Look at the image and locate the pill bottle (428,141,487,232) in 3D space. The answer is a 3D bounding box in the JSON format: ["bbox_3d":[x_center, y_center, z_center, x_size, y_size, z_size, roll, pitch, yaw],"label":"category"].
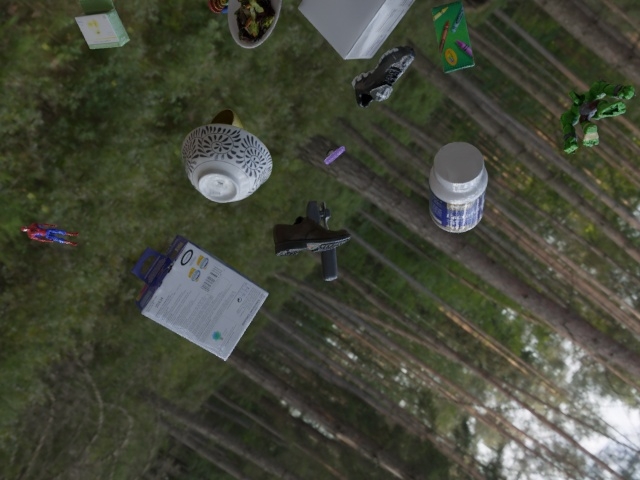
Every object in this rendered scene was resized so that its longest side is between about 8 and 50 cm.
[{"bbox_3d":[0.365,-0.141,1.825,0.153,0.153,0.264,-56,158,-16],"label":"pill bottle"}]

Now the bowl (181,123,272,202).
[{"bbox_3d":[-0.178,-0.122,1.243,0.170,0.170,0.080,-42,-152,42],"label":"bowl"}]

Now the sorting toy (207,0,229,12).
[{"bbox_3d":[-0.251,-0.631,1.797,0.042,0.061,0.102,-1,-140,35],"label":"sorting toy"}]

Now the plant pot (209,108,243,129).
[{"bbox_3d":[-0.342,-0.413,2.573,0.134,0.095,0.134,-20,-124,32],"label":"plant pot"}]

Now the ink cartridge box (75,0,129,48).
[{"bbox_3d":[-0.778,-0.786,2.363,0.171,0.235,0.056,7,-137,33],"label":"ink cartridge box"}]

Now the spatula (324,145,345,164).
[{"bbox_3d":[0.040,-0.298,2.349,0.084,0.030,0.296,-39,-170,3],"label":"spatula"}]

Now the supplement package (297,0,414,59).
[{"bbox_3d":[0.108,-0.639,1.776,0.145,0.204,0.262,-22,158,-52],"label":"supplement package"}]

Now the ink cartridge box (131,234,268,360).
[{"bbox_3d":[-0.406,0.166,2.201,0.270,0.395,0.151,-57,-153,-6],"label":"ink cartridge box"}]

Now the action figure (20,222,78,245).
[{"bbox_3d":[-0.563,-0.015,1.422,0.030,0.115,0.038,-3,-102,52],"label":"action figure"}]

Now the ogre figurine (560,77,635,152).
[{"bbox_3d":[0.653,-0.313,1.650,0.118,0.097,0.197,-101,-156,-48],"label":"ogre figurine"}]

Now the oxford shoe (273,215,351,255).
[{"bbox_3d":[-0.017,-0.020,1.705,0.083,0.227,0.096,-29,-110,48],"label":"oxford shoe"}]

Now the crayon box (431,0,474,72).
[{"bbox_3d":[0.356,-0.542,1.843,0.081,0.165,0.278,-12,-168,13],"label":"crayon box"}]

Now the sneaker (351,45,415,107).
[{"bbox_3d":[0.172,-0.430,1.838,0.234,0.078,0.106,-27,-124,48],"label":"sneaker"}]

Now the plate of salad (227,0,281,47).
[{"bbox_3d":[-0.156,-0.532,1.526,0.048,0.199,0.200,-1,147,-44],"label":"plate of salad"}]

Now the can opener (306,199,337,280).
[{"bbox_3d":[0.000,0.000,2.396,0.076,0.095,0.283,144,-58,-76],"label":"can opener"}]
